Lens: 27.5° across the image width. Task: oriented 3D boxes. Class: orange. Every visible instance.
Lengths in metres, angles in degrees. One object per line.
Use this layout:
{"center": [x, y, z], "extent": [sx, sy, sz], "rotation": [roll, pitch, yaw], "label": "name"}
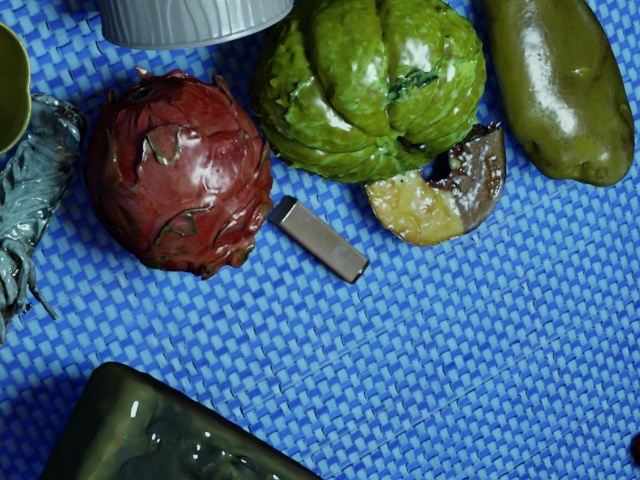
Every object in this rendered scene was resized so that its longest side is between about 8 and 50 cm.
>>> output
{"center": [0.064, -0.201, 1.618], "extent": [0.301, 0.300, 0.223], "rotation": [24, 49, -54], "label": "orange"}

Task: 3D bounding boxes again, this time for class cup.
{"center": [-0.131, -0.366, 1.468], "extent": [0.208, 0.288, 0.273], "rotation": [-51, 139, -53], "label": "cup"}

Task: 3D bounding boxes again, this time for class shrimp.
{"center": [-0.394, 0.024, 1.533], "extent": [0.221, 0.166, 0.410], "rotation": [29, 73, 5], "label": "shrimp"}

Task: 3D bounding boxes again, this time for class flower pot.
{"center": [-0.429, -0.175, 1.448], "extent": [0.195, 0.179, 0.195], "rotation": [-5, 102, -22], "label": "flower pot"}

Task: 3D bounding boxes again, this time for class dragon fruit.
{"center": [-0.165, -0.075, 1.565], "extent": [0.241, 0.241, 0.252], "rotation": [-52, 131, -6], "label": "dragon fruit"}

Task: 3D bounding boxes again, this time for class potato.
{"center": [0.314, -0.240, 1.783], "extent": [0.196, 0.176, 0.369], "rotation": [-27, 103, -12], "label": "potato"}

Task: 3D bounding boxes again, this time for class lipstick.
{"center": [0.000, 0.000, 1.759], "extent": [0.145, 0.045, 0.045], "rotation": [40, 86, -27], "label": "lipstick"}

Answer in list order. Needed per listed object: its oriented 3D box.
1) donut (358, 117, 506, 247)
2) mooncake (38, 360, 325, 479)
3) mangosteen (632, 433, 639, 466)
{"center": [0.151, -0.074, 1.789], "extent": [0.217, 0.085, 0.141], "rotation": [-20, 110, -18], "label": "donut"}
{"center": [-0.142, 0.337, 1.577], "extent": [0.246, 0.394, 0.393], "rotation": [-58, 157, 1], "label": "mooncake"}
{"center": [0.531, 0.329, 2.063], "extent": [0.081, 0.081, 0.080], "rotation": [-6, 104, -23], "label": "mangosteen"}
